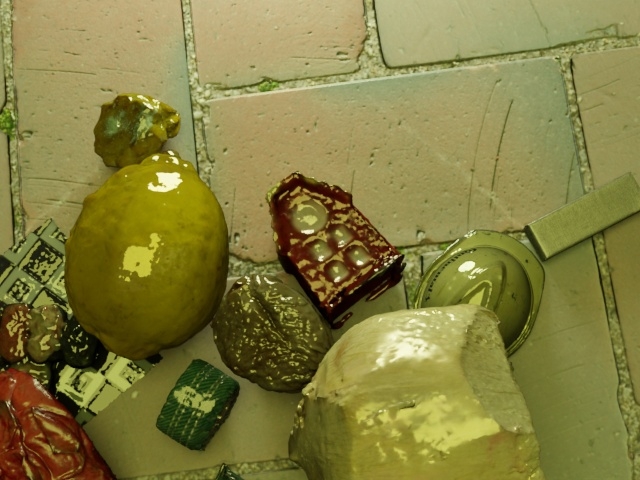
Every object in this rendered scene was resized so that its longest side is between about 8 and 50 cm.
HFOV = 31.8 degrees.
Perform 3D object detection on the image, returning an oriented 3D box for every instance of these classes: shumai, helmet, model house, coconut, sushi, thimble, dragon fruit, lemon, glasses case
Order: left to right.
[{"bbox_3d":[-0.454,0.360,1.747,0.205,0.152,0.317,-41,92,-27],"label":"dragon fruit"},{"bbox_3d":[-0.489,0.170,1.892,0.320,0.069,0.339,-38,78,-8],"label":"sushi"},{"bbox_3d":[-0.275,0.025,1.820,0.285,0.285,0.316,29,100,9],"label":"lemon"},{"bbox_3d":[-0.199,0.269,1.831,0.090,0.118,0.135,30,79,10],"label":"thimble"},{"bbox_3d":[-0.066,0.145,1.823,0.206,0.175,0.166,45,103,3],"label":"shumai"},{"bbox_3d":[0.000,0.000,1.855,0.160,0.196,0.254,-41,77,-6],"label":"model house"},{"bbox_3d":[0.133,0.295,1.675,0.405,0.404,0.404,0,76,2],"label":"coconut"},{"bbox_3d":[0.266,0.087,1.852,0.204,0.137,0.257,29,78,9],"label":"helmet"},{"bbox_3d":[0.455,-0.040,1.925,0.205,0.047,0.070,-27,81,-5],"label":"glasses case"}]

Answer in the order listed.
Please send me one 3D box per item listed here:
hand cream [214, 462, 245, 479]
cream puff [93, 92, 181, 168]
[{"bbox_3d":[-0.076,0.446,1.800,0.248,0.052,0.075,25,60,21],"label":"hand cream"},{"bbox_3d":[-0.317,-0.188,1.963,0.146,0.116,0.146,-6,78,31],"label":"cream puff"}]
